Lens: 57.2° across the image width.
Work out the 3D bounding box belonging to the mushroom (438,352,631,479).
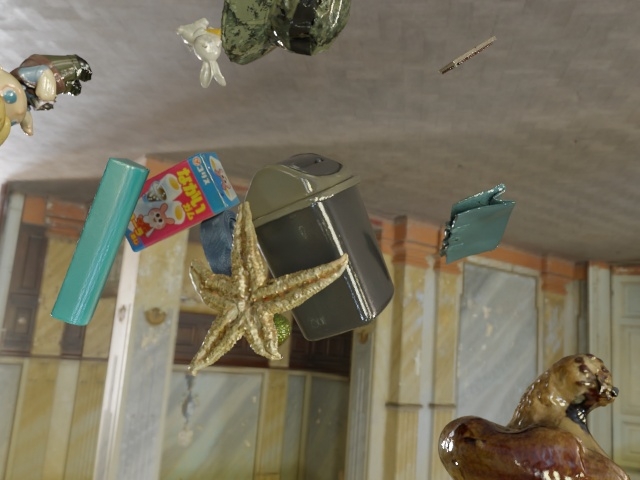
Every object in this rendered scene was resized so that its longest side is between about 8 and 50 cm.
[{"bbox_3d":[0.321,0.321,0.845,0.255,0.267,0.267,-30,-171,-30],"label":"mushroom"}]

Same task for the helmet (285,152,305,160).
[{"bbox_3d":[-0.058,-0.164,1.527,0.155,0.175,0.106,18,141,41],"label":"helmet"}]

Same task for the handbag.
[{"bbox_3d":[0.346,-0.030,1.326,0.144,0.057,0.221,-19,152,-7],"label":"handbag"}]

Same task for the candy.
[{"bbox_3d":[-0.383,-0.101,1.537,0.306,0.157,0.100,-24,-175,17],"label":"candy"}]

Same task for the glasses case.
[{"bbox_3d":[-0.392,-0.001,1.069,0.070,0.300,0.117,20,-174,-9],"label":"glasses case"}]

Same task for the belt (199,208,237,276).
[{"bbox_3d":[-0.206,0.028,1.347,0.082,0.190,0.141,-25,175,15],"label":"belt"}]

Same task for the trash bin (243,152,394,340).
[{"bbox_3d":[0.000,0.000,0.976,0.183,0.290,0.209,-21,-174,23],"label":"trash bin"}]

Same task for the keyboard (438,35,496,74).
[{"bbox_3d":[0.332,-0.414,1.314,0.166,0.017,0.055,-36,-174,-31],"label":"keyboard"}]

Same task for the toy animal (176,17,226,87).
[{"bbox_3d":[-0.318,-0.545,1.693,0.131,0.181,0.127,-27,162,-27],"label":"toy animal"}]

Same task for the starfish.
[{"bbox_3d":[-0.102,0.062,0.846,0.295,0.231,0.048,-35,158,19],"label":"starfish"}]

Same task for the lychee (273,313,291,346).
[{"bbox_3d":[-0.143,0.263,1.725,0.114,0.114,0.146,10,168,-27],"label":"lychee"}]

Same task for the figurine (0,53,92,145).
[{"bbox_3d":[-0.359,-0.163,0.675,0.114,0.108,0.196,-21,-172,39],"label":"figurine"}]

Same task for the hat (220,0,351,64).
[{"bbox_3d":[-0.027,-0.358,0.897,0.128,0.265,0.265,33,174,9],"label":"hat"}]
